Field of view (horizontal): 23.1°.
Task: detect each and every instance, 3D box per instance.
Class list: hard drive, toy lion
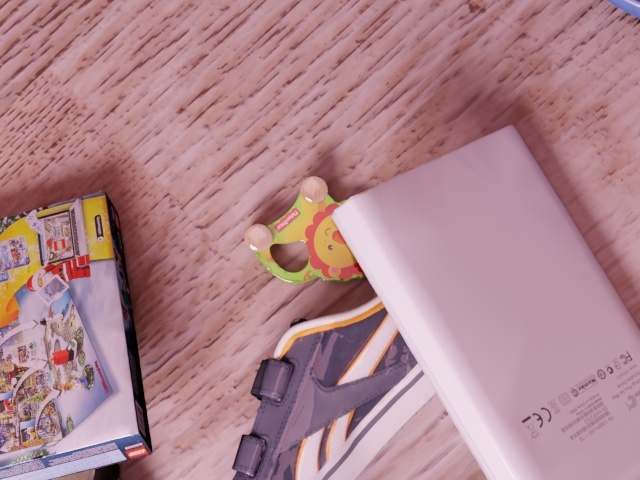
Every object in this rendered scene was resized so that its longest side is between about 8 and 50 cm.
[{"bbox_3d":[0.162,0.072,1.238,0.203,0.040,0.307,-25,81,-39],"label":"hard drive"},{"bbox_3d":[0.000,0.000,1.322,0.100,0.034,0.096,-40,91,0],"label":"toy lion"}]

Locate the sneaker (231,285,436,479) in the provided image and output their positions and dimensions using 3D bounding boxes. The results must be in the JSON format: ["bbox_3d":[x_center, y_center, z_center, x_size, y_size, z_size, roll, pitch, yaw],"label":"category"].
[{"bbox_3d":[-0.011,0.146,1.262,0.127,0.126,0.321,42,78,2],"label":"sneaker"}]

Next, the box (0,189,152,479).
[{"bbox_3d":[-0.232,0.082,1.277,0.159,0.044,0.233,-15,58,4],"label":"box"}]

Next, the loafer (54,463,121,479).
[{"bbox_3d":[-0.186,0.235,1.281,0.087,0.094,0.251,-11,84,8],"label":"loafer"}]

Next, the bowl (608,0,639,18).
[{"bbox_3d":[0.347,-0.347,1.280,0.391,0.077,0.391,-2,78,9],"label":"bowl"}]
